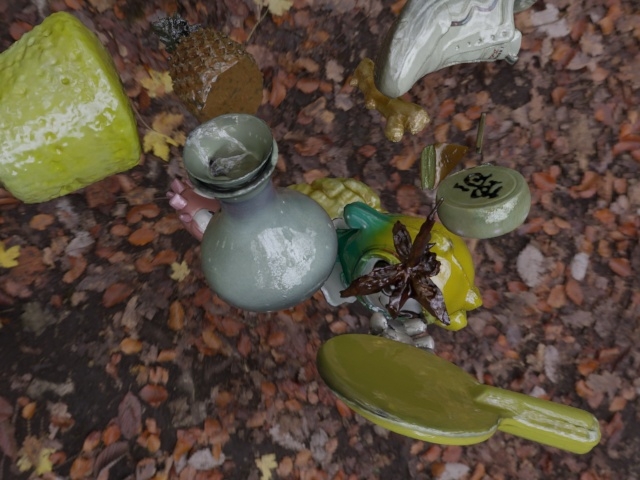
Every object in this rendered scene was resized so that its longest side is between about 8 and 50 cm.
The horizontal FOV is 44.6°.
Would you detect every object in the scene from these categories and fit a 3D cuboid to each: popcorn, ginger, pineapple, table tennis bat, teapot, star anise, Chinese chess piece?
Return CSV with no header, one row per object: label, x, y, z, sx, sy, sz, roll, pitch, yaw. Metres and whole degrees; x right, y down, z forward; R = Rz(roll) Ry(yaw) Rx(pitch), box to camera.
popcorn,0.008,-0.011,1.923,0.334,0.292,0.293,43,76,-32
ginger,0.161,-0.353,1.934,0.118,0.299,0.065,-22,140,-11
pineapple,-0.284,-0.410,1.812,0.202,0.202,0.362,-44,54,-2
table tennis bat,0.169,0.194,0.959,0.369,0.224,0.054,16,107,-8
teapot,-0.080,-0.033,0.961,0.184,0.251,0.183,-6,53,8
star anise,0.114,0.026,1.031,0.158,0.144,0.140,22,72,22
Chinese chess piece,0.248,-0.062,1.197,0.144,0.144,0.058,-19,121,-5

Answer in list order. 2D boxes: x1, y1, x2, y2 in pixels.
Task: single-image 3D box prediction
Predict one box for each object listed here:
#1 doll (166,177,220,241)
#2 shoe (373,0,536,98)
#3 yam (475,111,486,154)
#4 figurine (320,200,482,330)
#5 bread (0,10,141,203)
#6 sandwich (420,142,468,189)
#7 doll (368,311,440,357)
doll,-0.249,-0.057,1.734,0.211,0.262,0.093,27,112,-32
shoe,0.238,-0.353,1.309,0.210,0.132,0.342,33,74,-2
yam,0.319,-0.214,1.557,0.014,0.014,0.107,-11,139,-6
figurine,0.160,0.051,1.586,0.231,0.340,0.323,-48,124,-29
bread,-0.193,-0.089,0.573,0.114,0.129,0.111,-29,79,-12
sandwich,0.148,-0.104,0.986,0.083,0.031,0.044,-47,110,-31
doll,0.149,0.211,1.365,0.149,0.192,0.095,9,128,-42
